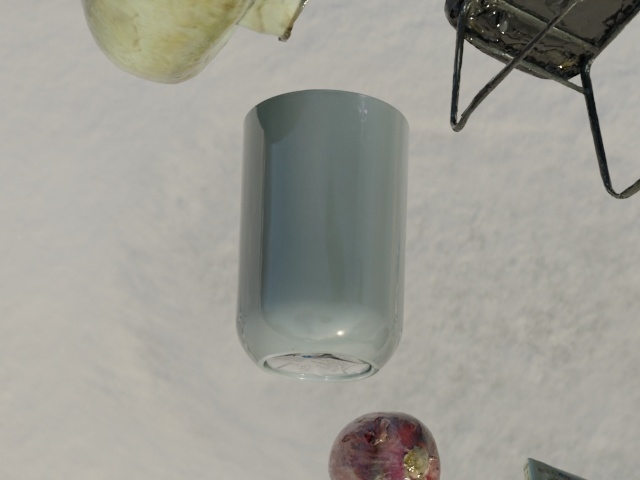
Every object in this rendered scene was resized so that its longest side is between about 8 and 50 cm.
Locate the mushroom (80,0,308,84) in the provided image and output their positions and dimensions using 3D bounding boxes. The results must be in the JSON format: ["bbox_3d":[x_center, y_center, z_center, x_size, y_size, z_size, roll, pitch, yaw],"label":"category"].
[{"bbox_3d":[-0.134,-0.343,1.444,0.260,0.352,0.352,25,56,-9],"label":"mushroom"}]

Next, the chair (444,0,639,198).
[{"bbox_3d":[0.157,-0.164,0.761,0.140,0.145,0.221,19,43,-28],"label":"chair"}]

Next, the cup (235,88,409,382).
[{"bbox_3d":[0.000,0.000,1.449,0.205,0.205,0.312,4,69,-2],"label":"cup"}]

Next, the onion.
[{"bbox_3d":[0.077,0.321,1.747,0.159,0.195,0.160,10,73,-34],"label":"onion"}]

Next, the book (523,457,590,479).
[{"bbox_3d":[0.291,0.329,1.259,0.162,0.022,0.232,23,29,-8],"label":"book"}]
